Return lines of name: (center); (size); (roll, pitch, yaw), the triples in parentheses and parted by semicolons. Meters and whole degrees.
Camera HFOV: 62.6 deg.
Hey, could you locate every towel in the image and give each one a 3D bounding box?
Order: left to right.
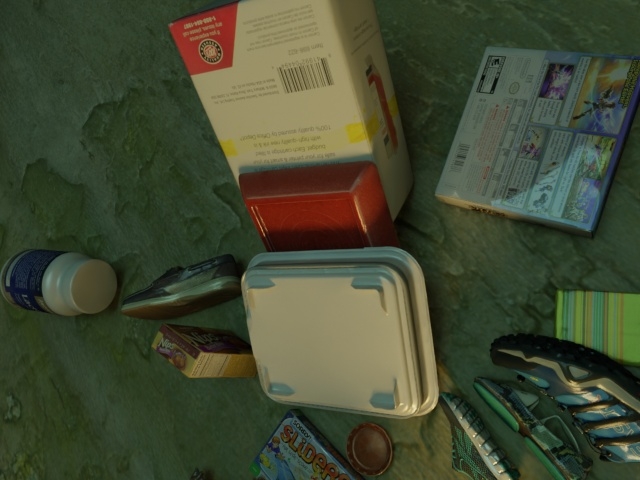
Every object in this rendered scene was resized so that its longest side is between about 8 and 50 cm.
towel: (0.449, 0.124, 0.721); (0.237, 0.021, 0.102); (1, 83, 29)

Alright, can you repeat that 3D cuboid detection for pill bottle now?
pill bottle: (-0.623, 0.100, 1.259); (0.264, 0.153, 0.153); (2, 78, 30)

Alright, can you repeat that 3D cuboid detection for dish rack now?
dish rack: (0.012, 0.160, 0.861); (0.332, 0.072, 0.286); (-3, 104, 30)

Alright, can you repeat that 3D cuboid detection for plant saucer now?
plant saucer: (0.000, 0.000, 0.885); (0.258, 0.259, 0.048); (-1, 37, 30)
plant saucer: (0.081, 0.345, 0.874); (0.083, 0.013, 0.084); (-8, 72, 27)

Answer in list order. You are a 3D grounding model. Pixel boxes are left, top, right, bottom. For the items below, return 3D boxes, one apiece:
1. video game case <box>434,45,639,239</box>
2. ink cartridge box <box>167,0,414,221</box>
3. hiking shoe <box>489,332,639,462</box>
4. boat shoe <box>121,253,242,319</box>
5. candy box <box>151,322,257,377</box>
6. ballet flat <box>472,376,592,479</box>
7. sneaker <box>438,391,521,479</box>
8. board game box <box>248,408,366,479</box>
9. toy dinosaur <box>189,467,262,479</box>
video game case: (0.342, -0.163, 0.831); (0.244, 0.061, 0.270); (18, 87, 33)
ink cartridge box: (-0.029, -0.215, 0.871); (0.279, 0.385, 0.160); (0, 35, 30)
hiking shoe: (0.360, 0.219, 0.682); (0.303, 0.113, 0.132); (19, 99, 31)
boat shoe: (-0.292, 0.099, 1.106); (0.285, 0.103, 0.093); (-17, 64, 21)
candy box: (-0.202, 0.204, 0.971); (0.109, 0.186, 0.053); (26, 90, 32)
ballet flat: (0.303, 0.258, 0.751); (0.070, 0.070, 0.188); (-46, 62, 11)
sneaker: (0.217, 0.307, 0.780); (0.076, 0.065, 0.167); (-43, 59, 18)
board game box: (-0.017, 0.409, 0.900); (0.201, 0.035, 0.136); (37, 96, 32)
toy dinosaur: (-0.220, 0.486, 0.881); (0.295, 0.200, 0.127); (-4, 92, 32)
